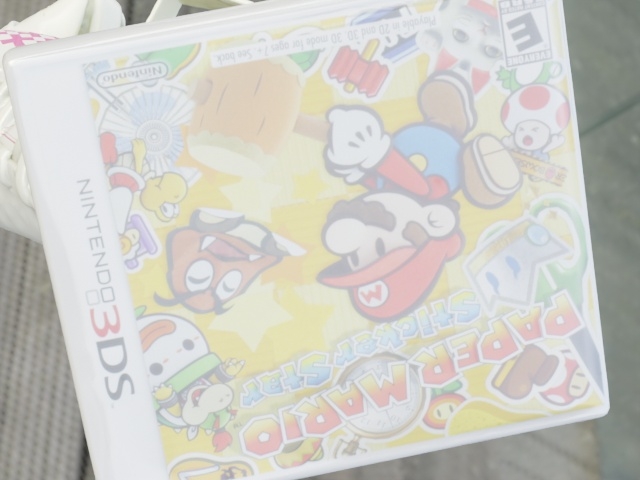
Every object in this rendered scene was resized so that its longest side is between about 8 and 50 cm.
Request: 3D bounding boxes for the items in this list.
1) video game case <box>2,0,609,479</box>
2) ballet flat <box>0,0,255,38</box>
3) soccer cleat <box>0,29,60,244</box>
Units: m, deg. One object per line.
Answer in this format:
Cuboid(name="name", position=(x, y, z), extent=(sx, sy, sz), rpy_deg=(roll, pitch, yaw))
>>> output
Cuboid(name="video game case", position=(0.000, 0.000, 0.749), extent=(0.026, 0.227, 0.206), rpy_deg=(-113, -167, -70))
Cuboid(name="ballet flat", position=(-0.141, -0.131, 1.385), extent=(0.147, 0.409, 0.147), rpy_deg=(-17, 110, -60))
Cuboid(name="soccer cleat", position=(-0.134, -0.050, 0.961), extent=(0.116, 0.331, 0.143), rpy_deg=(-67, 154, -2))
